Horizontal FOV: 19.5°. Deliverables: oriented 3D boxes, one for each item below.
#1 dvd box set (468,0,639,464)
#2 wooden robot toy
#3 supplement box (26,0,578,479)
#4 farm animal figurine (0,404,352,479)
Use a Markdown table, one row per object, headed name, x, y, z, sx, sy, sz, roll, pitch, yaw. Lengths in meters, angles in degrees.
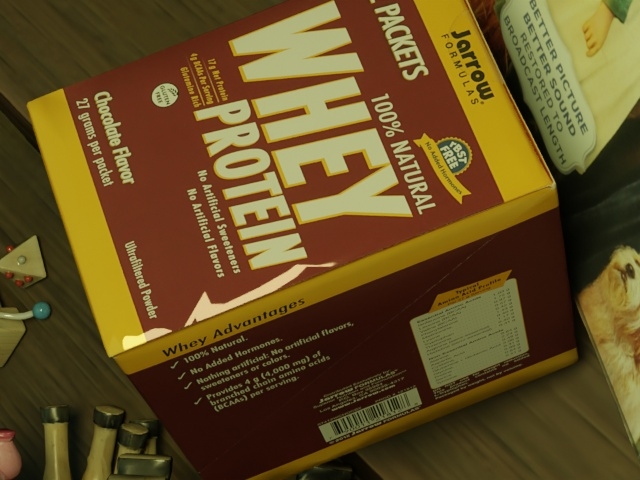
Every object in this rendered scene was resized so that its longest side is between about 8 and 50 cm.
| name | x | y | z | sx | sy | sz | roll | pitch | yaw |
| --- | --- | --- | --- | --- | --- | --- | --- | --- | --- |
| dvd box set | 0.199 | -0.068 | 0.680 | 0.307 | 0.062 | 0.420 | 70 | 156 | 14 |
| wooden robot toy | -0.250 | 0.062 | 1.253 | 0.076 | 0.079 | 0.173 | 56 | 129 | 27 |
| supplement box | 0.000 | 0.000 | 0.838 | 0.191 | 0.194 | 0.129 | -22 | 63 | 0 |
| farm animal figurine | -0.105 | 0.203 | 1.021 | 0.327 | 0.330 | 0.172 | 4 | 94 | 18 |
